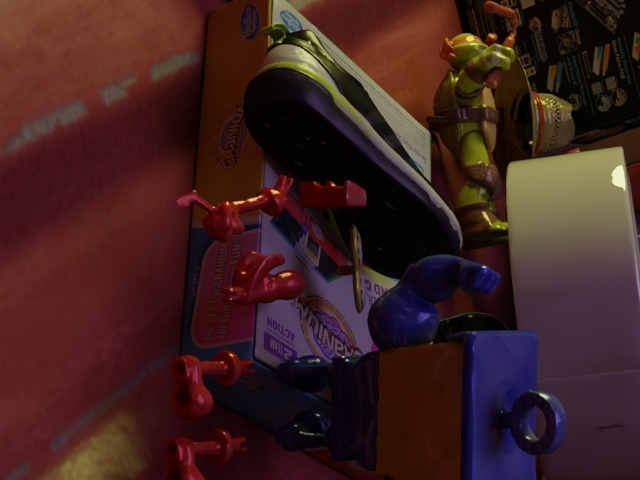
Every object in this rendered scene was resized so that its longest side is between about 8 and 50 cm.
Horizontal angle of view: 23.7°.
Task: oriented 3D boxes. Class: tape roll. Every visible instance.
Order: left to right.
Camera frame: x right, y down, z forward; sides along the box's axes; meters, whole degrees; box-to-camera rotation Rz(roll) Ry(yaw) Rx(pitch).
[{"bbox_3d":[0.226,0.066,1.288,0.286,0.100,0.286,-7,90,-78],"label":"tape roll"}]

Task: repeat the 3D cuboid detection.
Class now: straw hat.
[{"bbox_3d":[0.216,-0.116,1.496,0.144,0.061,0.144,177,-90,-82],"label":"straw hat"}]

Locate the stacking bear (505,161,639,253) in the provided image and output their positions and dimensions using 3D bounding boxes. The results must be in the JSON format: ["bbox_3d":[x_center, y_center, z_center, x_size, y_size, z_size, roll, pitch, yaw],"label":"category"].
[{"bbox_3d":[0.301,0.094,1.494,0.164,0.175,0.289,70,8,-65],"label":"stacking bear"}]

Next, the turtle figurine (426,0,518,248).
[{"bbox_3d":[0.143,-0.107,1.426,0.269,0.087,0.217,91,-6,-81],"label":"turtle figurine"}]

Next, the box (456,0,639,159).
[{"bbox_3d":[0.277,-0.256,1.532,0.073,0.293,0.295,-2,76,-52],"label":"box"}]

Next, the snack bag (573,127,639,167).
[{"bbox_3d":[0.388,-0.089,1.637,0.037,0.323,0.342,-22,98,-27],"label":"snack bag"}]

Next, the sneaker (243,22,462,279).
[{"bbox_3d":[0.034,-0.068,1.117,0.234,0.084,0.097,49,36,-34],"label":"sneaker"}]

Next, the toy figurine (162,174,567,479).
[{"bbox_3d":[0.044,0.135,0.935,0.191,0.217,0.362,7,83,-51],"label":"toy figurine"}]

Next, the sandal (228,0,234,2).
[{"bbox_3d":[-0.103,-0.294,1.183,0.097,0.054,0.254,-50,128,-47],"label":"sandal"}]

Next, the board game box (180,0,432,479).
[{"bbox_3d":[0.000,0.000,1.174,0.242,0.064,0.316,37,45,-45],"label":"board game box"}]

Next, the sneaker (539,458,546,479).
[{"bbox_3d":[0.270,0.250,1.479,0.170,0.075,0.063,63,32,-16],"label":"sneaker"}]

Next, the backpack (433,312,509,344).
[{"bbox_3d":[0.124,0.122,1.282,0.084,0.105,0.114,38,40,-77],"label":"backpack"}]
